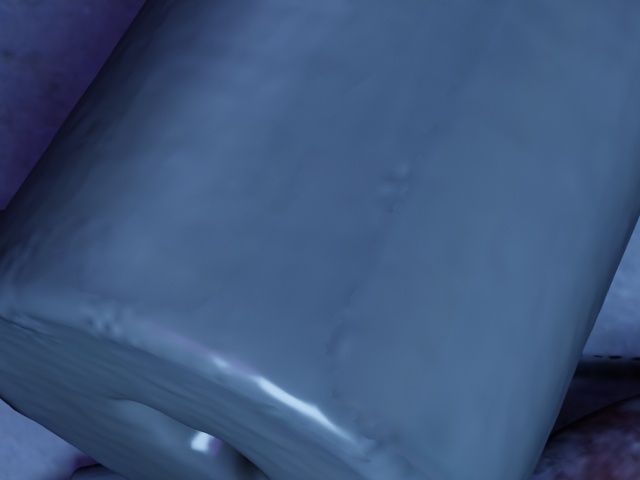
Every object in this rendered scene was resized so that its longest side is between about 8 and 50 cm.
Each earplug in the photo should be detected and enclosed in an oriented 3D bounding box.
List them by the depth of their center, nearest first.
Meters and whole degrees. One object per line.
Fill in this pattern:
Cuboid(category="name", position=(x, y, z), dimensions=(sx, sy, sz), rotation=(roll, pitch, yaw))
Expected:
Cuboid(category="earplug", position=(0.022, -0.043, 0.909), dimensions=(0.313, 0.312, 0.394), rotation=(21, 67, 14))

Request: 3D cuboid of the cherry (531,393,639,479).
Cuboid(category="cherry", position=(0.183, 0.215, 0.929), dimensions=(0.236, 0.213, 0.285), rotation=(36, 73, -2))

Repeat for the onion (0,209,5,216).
Cuboid(category="onion", position=(-0.175, 0.062, 1.069), dimensions=(0.206, 0.151, 0.098), rotation=(30, 120, 33))

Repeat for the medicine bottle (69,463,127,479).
Cuboid(category="medicine bottle", position=(-0.125, 0.173, 1.088), dimensions=(0.199, 0.057, 0.057), rotation=(-12, 85, 14))
